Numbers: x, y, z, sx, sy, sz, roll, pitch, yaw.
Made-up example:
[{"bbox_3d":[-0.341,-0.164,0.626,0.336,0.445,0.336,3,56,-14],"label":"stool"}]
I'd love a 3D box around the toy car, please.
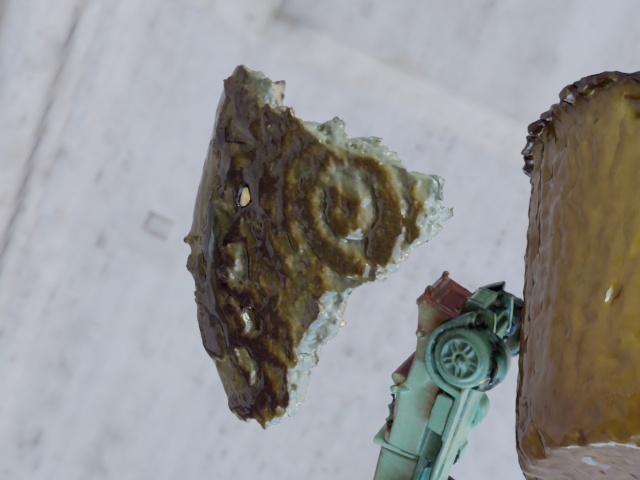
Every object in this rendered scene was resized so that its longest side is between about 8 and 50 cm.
[{"bbox_3d":[0.055,0.087,0.880,0.073,0.054,0.143,-37,148,-63],"label":"toy car"}]

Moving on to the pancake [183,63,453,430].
[{"bbox_3d":[0.000,0.000,1.314,0.057,0.244,0.266,-22,103,-52],"label":"pancake"}]

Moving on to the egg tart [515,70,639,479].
[{"bbox_3d":[0.172,0.034,0.749,0.215,0.215,0.171,105,3,-65],"label":"egg tart"}]
